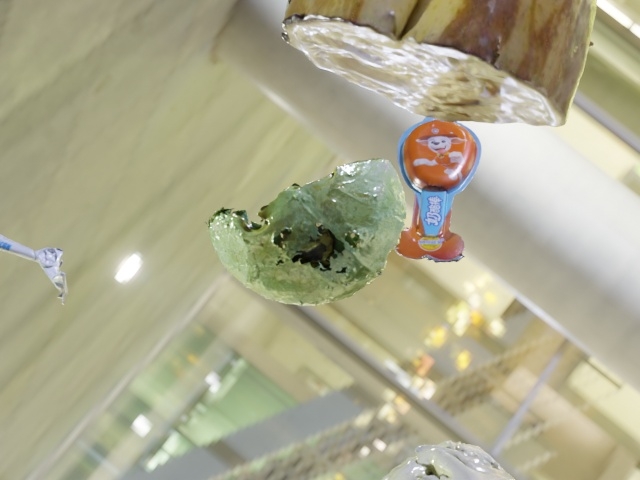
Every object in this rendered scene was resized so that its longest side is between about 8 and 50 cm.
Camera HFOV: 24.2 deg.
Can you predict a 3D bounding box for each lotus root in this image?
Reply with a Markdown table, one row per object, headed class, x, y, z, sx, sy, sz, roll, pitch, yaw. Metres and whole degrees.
| class | x | y | z | sx | sy | sz | roll | pitch | yaw |
| --- | --- | --- | --- | --- | --- | --- | --- | --- | --- |
| lotus root | 0.132 | -0.264 | 1.549 | 0.316 | 0.316 | 0.250 | -2 | 111 | -84 |

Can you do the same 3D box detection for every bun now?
| class | x | y | z | sx | sy | sz | roll | pitch | yaw |
| --- | --- | --- | --- | --- | --- | --- | --- | --- | --- |
| bun | 0.172 | 0.314 | 1.721 | 0.229 | 0.229 | 0.145 | -25 | 135 | -80 |

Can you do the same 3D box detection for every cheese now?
| class | x | y | z | sx | sy | sz | roll | pitch | yaw |
| --- | --- | --- | --- | --- | --- | --- | --- | --- | --- |
| cheese | 0.142 | -0.069 | 1.838 | 0.037 | 0.106 | 0.256 | 85 | 11 | -47 |

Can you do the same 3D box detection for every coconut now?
| class | x | y | z | sx | sy | sz | roll | pitch | yaw |
| --- | --- | --- | --- | --- | --- | --- | --- | --- | --- |
| coconut | 0.001 | 0.000 | 1.185 | 0.158 | 0.133 | 0.055 | -32 | -154 | 5 |

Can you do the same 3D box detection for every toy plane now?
| class | x | y | z | sx | sy | sz | roll | pitch | yaw |
| --- | --- | --- | --- | --- | --- | --- | --- | --- | --- |
| toy plane | -0.440 | -0.018 | 1.866 | 0.182 | 0.273 | 0.107 | 73 | 31 | -59 |

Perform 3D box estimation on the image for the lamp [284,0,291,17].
| class | x | y | z | sx | sy | sz | roll | pitch | yaw |
| --- | --- | --- | --- | --- | --- | --- | --- | --- | --- |
| lamp | 0.095 | -0.388 | 2.221 | 0.047 | 0.266 | 0.269 | 98 | 3 | -48 |
